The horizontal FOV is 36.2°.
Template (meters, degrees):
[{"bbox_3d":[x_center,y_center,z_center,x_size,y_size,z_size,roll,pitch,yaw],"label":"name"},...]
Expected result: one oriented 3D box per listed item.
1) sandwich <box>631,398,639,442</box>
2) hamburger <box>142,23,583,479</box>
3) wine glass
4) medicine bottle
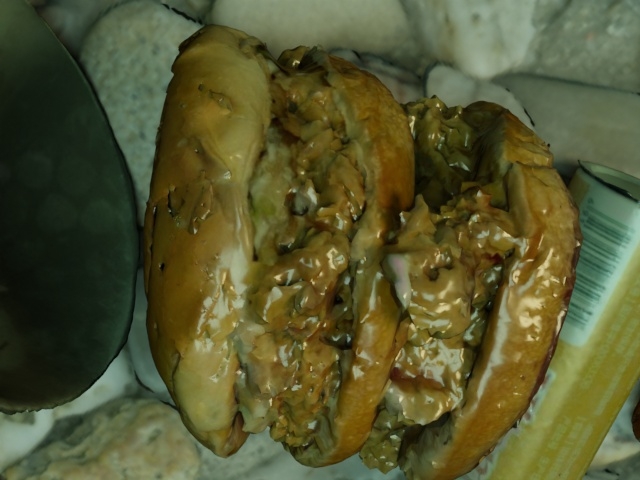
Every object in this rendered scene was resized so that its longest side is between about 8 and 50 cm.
[{"bbox_3d":[0.236,0.126,0.636,0.069,0.026,0.101,19,154,23],"label":"sandwich"},{"bbox_3d":[0.007,0.004,0.554,0.211,0.260,0.245,6,152,-10],"label":"hamburger"},{"bbox_3d":[-0.347,0.015,0.590,0.406,0.267,0.267,-16,104,17],"label":"wine glass"},{"bbox_3d":[0.119,0.159,0.642,0.108,0.108,0.426,24,108,0],"label":"medicine bottle"}]
